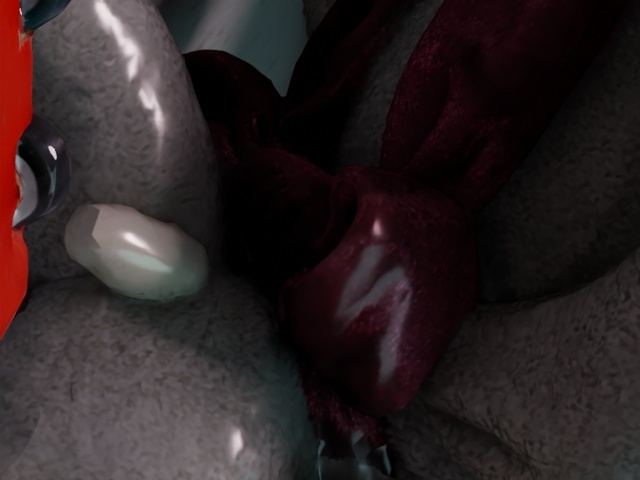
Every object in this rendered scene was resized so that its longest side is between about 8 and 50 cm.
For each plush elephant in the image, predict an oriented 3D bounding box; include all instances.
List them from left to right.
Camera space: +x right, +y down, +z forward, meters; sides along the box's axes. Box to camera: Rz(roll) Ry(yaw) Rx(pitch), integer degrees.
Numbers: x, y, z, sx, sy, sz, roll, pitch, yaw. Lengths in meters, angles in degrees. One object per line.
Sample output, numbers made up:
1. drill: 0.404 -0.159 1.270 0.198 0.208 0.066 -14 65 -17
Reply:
1. plush elephant: 0.000 0.000 0.486 0.255 0.272 0.330 -9 108 -22

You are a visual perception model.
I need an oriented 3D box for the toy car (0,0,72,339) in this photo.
1. toy car: -0.058 -0.106 0.274 0.239 0.053 0.225 75 36 -67
